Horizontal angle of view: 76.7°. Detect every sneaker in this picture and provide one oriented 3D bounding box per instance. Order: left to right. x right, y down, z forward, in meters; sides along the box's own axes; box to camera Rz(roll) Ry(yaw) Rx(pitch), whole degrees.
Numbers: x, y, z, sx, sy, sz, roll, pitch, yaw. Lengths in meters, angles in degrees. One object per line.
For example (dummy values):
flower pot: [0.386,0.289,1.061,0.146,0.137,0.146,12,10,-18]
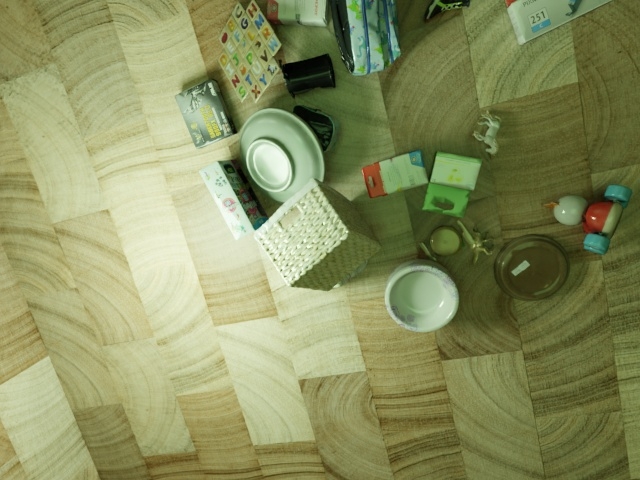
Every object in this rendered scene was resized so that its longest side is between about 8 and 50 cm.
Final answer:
sneaker: [0.096,0.135,1.694,0.252,0.111,0.103,-40,93,17]
sneaker: [0.474,-0.839,1.395,0.235,0.084,0.097,-37,96,17]

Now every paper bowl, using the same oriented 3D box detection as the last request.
paper bowl: [0.405,0.213,1.634,0.285,0.148,0.284,2,104,10]

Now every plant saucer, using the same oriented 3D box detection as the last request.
plant saucer: [-0.175,-0.302,1.565,0.401,0.100,0.400,17,127,24]
plant saucer: [0.830,0.114,1.585,0.278,0.041,0.277,3,105,11]

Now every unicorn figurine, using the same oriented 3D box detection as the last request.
unicorn figurine: [0.620,-0.389,1.490,0.111,0.060,0.161,23,107,5]

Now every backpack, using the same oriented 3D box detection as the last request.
backpack: [-0.019,-0.419,1.560,0.189,0.144,0.165,24,107,22]
backpack: [0.147,-0.756,1.385,0.274,0.290,0.355,-2,112,-9]

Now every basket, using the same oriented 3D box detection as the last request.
basket: [0.000,0.000,1.529,0.328,0.331,0.266,-41,64,16]

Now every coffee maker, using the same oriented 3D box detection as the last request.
coffee maker: [-0.042,-0.617,1.504,0.178,0.171,0.120,-9,96,12]

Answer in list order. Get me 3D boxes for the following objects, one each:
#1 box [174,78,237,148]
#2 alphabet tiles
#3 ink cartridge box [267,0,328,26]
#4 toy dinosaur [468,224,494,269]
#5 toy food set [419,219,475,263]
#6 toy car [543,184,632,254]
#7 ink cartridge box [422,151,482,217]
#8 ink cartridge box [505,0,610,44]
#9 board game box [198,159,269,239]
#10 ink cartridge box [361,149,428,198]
box: [-0.472,-0.520,1.672,0.183,0.056,0.230,-18,99,14]
alphabet tiles: [-0.274,-0.708,1.521,0.285,0.011,0.342,-41,72,38]
ink cartridge box: [-0.077,-0.884,1.488,0.218,0.092,0.158,8,105,10]
toy dinosaur: [0.635,0.029,1.604,0.093,0.053,0.183,6,98,26]
toy food set: [0.507,0.007,1.627,0.192,0.038,0.132,-33,89,24]
toy car: [0.941,-0.097,1.463,0.238,0.210,0.219,24,95,34]
ink cartridge box: [0.503,-0.212,1.561,0.171,0.056,0.234,12,104,7]
ink cartridge box: [0.776,-0.849,1.345,0.297,0.066,0.261,-23,99,15]
board game box: [-0.342,-0.172,1.646,0.098,0.224,0.303,-25,98,13]
ink cartridge box: [0.290,-0.257,1.577,0.231,0.078,0.134,-14,100,14]
